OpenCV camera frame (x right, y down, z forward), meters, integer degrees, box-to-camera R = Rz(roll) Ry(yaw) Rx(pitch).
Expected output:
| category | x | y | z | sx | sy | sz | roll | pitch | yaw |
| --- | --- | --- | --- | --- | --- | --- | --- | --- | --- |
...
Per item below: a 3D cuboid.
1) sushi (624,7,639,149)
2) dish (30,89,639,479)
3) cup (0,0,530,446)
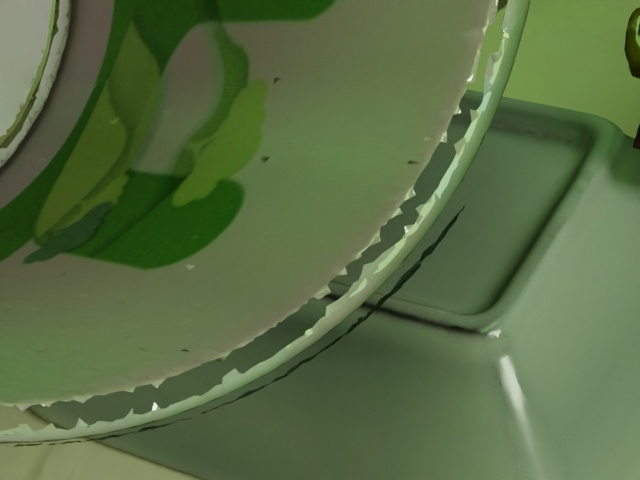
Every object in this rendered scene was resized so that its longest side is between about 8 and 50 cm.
| category | x | y | z | sx | sy | sz | roll | pitch | yaw |
| --- | --- | --- | --- | --- | --- | --- | --- | --- | --- |
| sushi | 0.201 | -0.109 | 0.593 | 0.296 | 0.167 | 0.179 | -48 | 43 | -6 |
| dish | 0.000 | 0.000 | 0.606 | 0.234 | 0.064 | 0.154 | 13 | 50 | 29 |
| cup | -0.116 | -0.084 | 0.532 | 0.253 | 0.253 | 0.274 | -37 | 17 | -22 |
